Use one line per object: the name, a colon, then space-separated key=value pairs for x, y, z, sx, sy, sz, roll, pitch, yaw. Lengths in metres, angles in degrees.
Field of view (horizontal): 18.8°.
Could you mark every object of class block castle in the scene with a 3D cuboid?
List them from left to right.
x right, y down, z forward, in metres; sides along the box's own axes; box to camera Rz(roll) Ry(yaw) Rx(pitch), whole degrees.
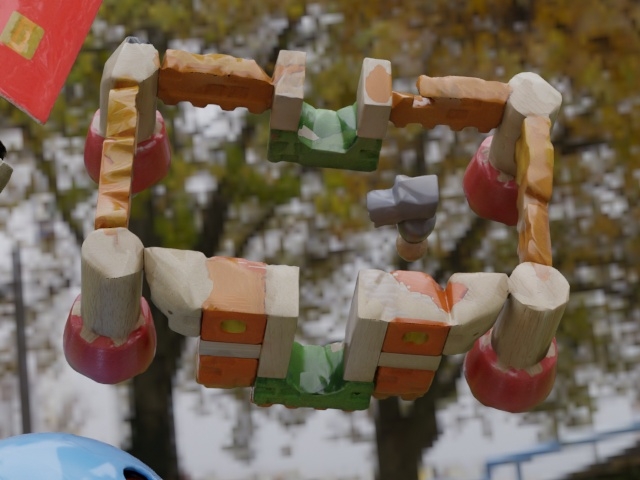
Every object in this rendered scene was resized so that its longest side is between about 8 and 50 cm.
block castle: x=0.000 y=0.000 z=1.783 sx=0.453 sy=0.303 sz=0.213 roll=5 pitch=-35 yaw=-5

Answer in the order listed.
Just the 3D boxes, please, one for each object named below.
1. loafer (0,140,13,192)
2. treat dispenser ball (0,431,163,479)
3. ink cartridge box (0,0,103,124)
loafer: x=-0.366 y=-0.098 z=2.084 sx=0.050 sy=0.148 sz=0.056 roll=-35 pitch=-38 yaw=2
treat dispenser ball: x=-0.240 y=0.313 z=1.700 sx=0.288 sy=0.288 sz=0.288 roll=-5 pitch=-13 yaw=-1
ink cartridge box: x=-0.232 y=-0.257 z=1.265 sx=0.261 sy=0.296 sz=0.066 roll=31 pitch=-42 yaw=-16
